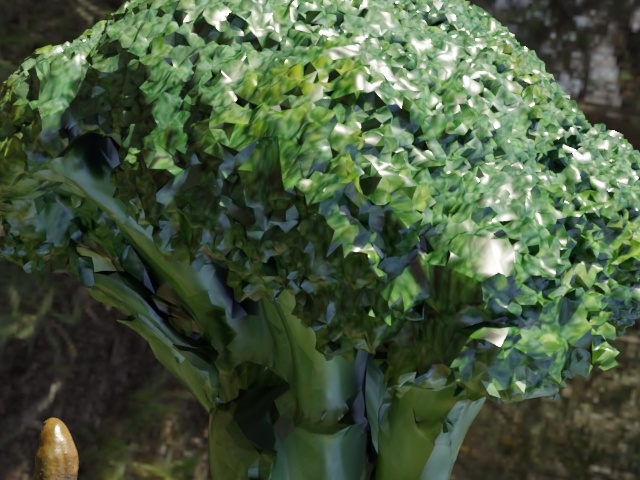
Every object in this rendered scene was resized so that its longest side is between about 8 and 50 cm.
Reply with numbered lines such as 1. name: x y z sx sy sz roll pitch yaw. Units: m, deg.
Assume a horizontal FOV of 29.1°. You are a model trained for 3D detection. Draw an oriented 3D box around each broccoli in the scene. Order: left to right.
1. broccoli: 0.000 0.000 0.478 0.261 0.269 0.242 -42 128 -81

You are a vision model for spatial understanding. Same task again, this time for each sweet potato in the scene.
1. sweet potato: -0.310 0.294 1.385 0.054 0.053 0.182 19 90 -31
